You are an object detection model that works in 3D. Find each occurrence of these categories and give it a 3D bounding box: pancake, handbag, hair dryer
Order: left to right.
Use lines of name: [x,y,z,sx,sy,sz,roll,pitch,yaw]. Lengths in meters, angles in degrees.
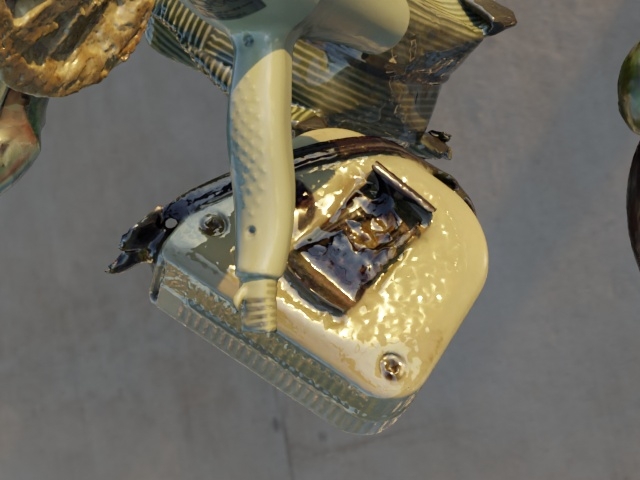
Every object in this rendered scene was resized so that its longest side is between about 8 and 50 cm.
pancake: [-0.130,-0.148,0.743,0.025,0.151,0.151,27,111,23]
hair dryer: [-0.010,-0.118,0.955,0.119,0.296,0.298,-1,106,26]
handbag: [0.018,-0.215,1.355,0.240,0.340,0.247,36,108,35]

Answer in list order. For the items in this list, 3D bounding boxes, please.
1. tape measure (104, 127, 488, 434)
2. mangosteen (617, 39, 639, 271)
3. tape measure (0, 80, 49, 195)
tape measure: [0.000,0.000,1.141,0.271,0.231,0.133,31,150,5]
mangosteen: [0.199,-0.032,0.542,0.172,0.172,0.184,-52,26,34]
tape measure: [-0.359,-0.148,1.200,0.147,0.275,0.256,16,85,44]
